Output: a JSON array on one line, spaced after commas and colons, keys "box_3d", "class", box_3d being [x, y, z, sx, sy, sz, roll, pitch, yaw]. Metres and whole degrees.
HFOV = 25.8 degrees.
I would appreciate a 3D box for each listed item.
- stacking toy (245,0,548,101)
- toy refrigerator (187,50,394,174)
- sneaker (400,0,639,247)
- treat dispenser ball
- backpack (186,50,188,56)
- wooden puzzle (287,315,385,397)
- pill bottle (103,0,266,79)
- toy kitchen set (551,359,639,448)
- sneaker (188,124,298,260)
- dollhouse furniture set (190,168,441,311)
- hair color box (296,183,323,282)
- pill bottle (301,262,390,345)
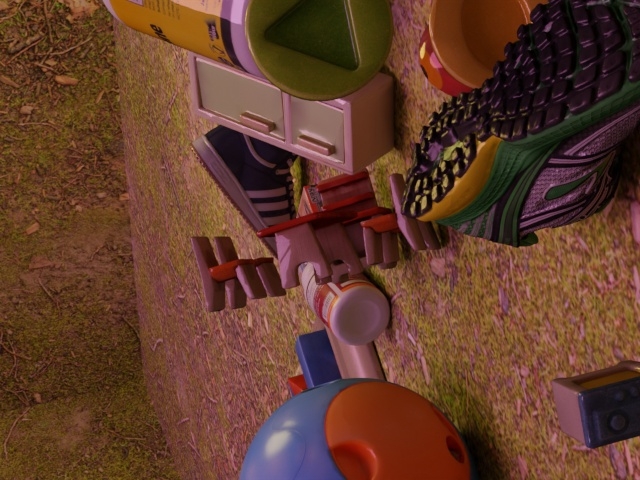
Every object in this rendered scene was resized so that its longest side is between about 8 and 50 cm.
[{"box_3d": [0.053, -0.258, 1.296, 0.130, 0.279, 0.309, 131, 126, -84], "class": "stacking toy"}, {"box_3d": [-0.042, -0.179, 1.745, 0.269, 0.094, 0.102, 23, 131, 33], "class": "toy refrigerator"}, {"box_3d": [0.207, -0.099, 1.153, 0.343, 0.146, 0.134, -40, 35, 57], "class": "sneaker"}, {"box_3d": [0.046, 0.306, 1.651, 0.288, 0.288, 0.288, 169, 90, -74], "class": "treat dispenser ball"}, {"box_3d": [-0.102, -0.326, 1.911, 0.166, 0.188, 0.144, 47, 139, 47], "class": "backpack"}, {"box_3d": [0.023, 0.270, 2.079, 0.348, 0.080, 0.322, 111, 145, -61], "class": "wooden puzzle"}, {"box_3d": [-0.150, -0.327, 1.707, 0.334, 0.188, 0.188, 25, 131, 32], "class": "pill bottle"}, {"box_3d": [0.247, 0.030, 0.994, 0.122, 0.166, 0.207, -178, 77, -74], "class": "toy kitchen set"}, {"box_3d": [-0.065, -0.088, 2.141, 0.282, 0.153, 0.099, 53, 179, -36], "class": "sneaker"}, {"box_3d": [0.004, -0.018, 1.673, 0.259, 0.262, 0.135, -1, -105, -72], "class": "dollhouse furniture set"}, {"box_3d": [0.000, 0.000, 2.022, 0.167, 0.053, 0.093, 106, 149, -56], "class": "hair color box"}, {"box_3d": [0.029, 0.077, 1.909, 0.152, 0.086, 0.086, -134, 36, -61], "class": "pill bottle"}]
